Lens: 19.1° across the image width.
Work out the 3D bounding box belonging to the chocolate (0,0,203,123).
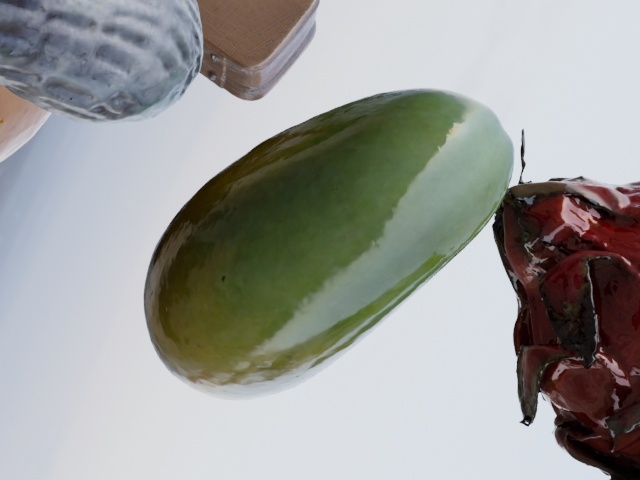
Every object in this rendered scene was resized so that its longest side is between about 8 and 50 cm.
[{"bbox_3d":[-0.162,-0.126,1.025,0.110,0.248,0.110,-9,-103,43],"label":"chocolate"}]

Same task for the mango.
[{"bbox_3d":[0.000,0.000,0.763,0.195,0.092,0.130,-33,-173,39],"label":"mango"}]

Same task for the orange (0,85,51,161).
[{"bbox_3d":[-0.334,-0.179,1.441,0.312,0.312,0.312,-62,-171,18],"label":"orange"}]

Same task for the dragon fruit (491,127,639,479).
[{"bbox_3d":[0.228,0.041,1.313,0.234,0.293,0.234,-35,-165,11],"label":"dragon fruit"}]

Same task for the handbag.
[{"bbox_3d":[-0.100,-0.249,1.953,0.151,0.193,0.072,-50,166,-24],"label":"handbag"}]
